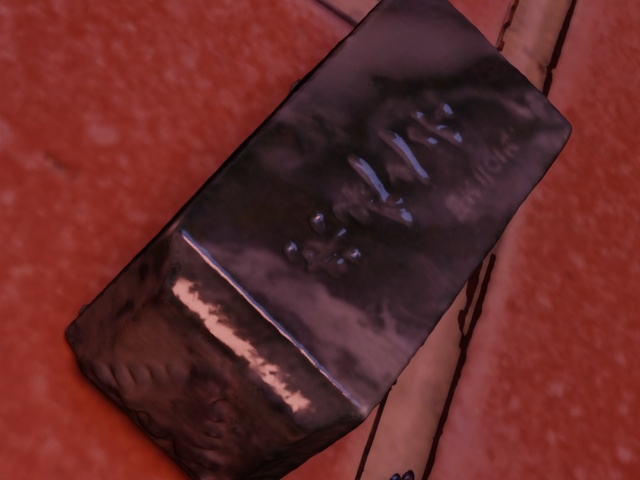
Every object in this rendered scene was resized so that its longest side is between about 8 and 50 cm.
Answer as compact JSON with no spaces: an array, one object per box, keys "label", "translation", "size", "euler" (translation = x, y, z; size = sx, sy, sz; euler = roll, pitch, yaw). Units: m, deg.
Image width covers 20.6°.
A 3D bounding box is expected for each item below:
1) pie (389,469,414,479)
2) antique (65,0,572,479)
[{"label":"pie","translation":[0.067,0.156,0.598],"size":[0.092,0.034,0.170],"euler":[-3,65,-32]},{"label":"antique","translation":[0.000,0.000,0.608],"size":[0.088,0.086,0.183],"euler":[44,48,-5]}]
